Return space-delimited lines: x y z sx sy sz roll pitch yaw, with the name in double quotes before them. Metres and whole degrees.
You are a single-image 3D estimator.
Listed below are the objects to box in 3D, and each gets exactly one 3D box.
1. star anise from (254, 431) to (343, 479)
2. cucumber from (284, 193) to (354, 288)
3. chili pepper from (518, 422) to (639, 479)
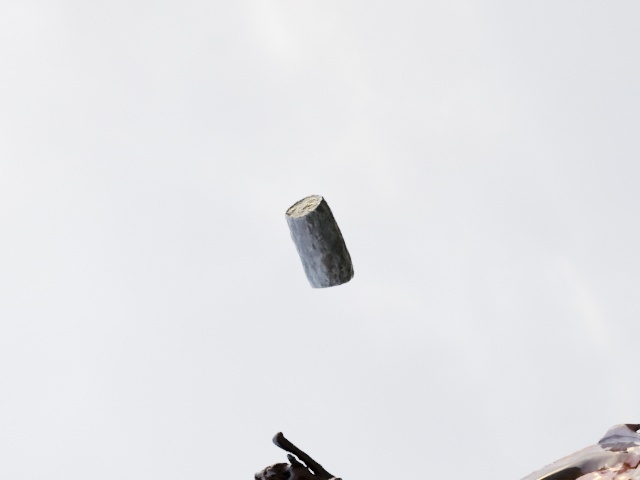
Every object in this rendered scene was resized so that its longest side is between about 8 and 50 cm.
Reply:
"star anise" 0.013 0.346 2.210 0.190 0.126 0.220 48 145 41
"cucumber" 0.000 0.002 2.317 0.064 0.064 0.112 -61 -46 -71
"chili pepper" 0.271 0.358 1.801 0.251 0.229 0.305 18 129 62
